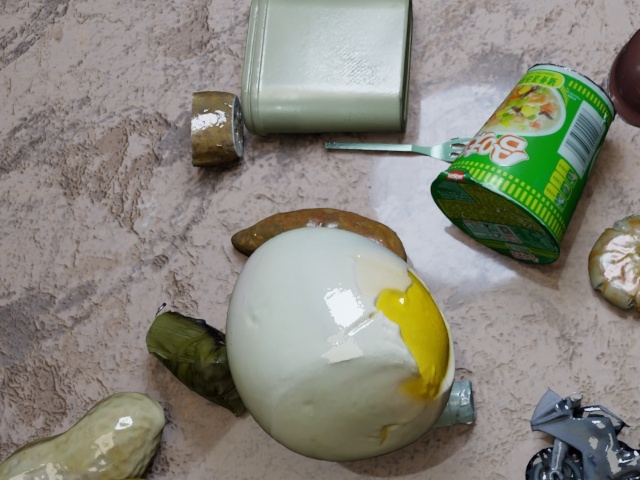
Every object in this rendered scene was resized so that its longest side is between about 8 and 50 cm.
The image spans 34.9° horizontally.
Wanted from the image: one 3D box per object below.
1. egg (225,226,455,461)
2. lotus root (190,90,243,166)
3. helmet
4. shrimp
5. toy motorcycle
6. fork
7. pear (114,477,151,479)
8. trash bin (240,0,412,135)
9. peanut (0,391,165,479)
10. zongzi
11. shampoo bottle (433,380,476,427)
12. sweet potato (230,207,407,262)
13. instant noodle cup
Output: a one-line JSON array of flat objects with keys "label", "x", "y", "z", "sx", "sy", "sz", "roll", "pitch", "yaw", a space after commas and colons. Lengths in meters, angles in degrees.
[{"label": "egg", "x": 0.015, "y": 0.128, "z": 1.339, "sx": 0.283, "sy": 0.283, "sz": 0.345, "roll": -34, "pitch": 45, "yaw": 2}, {"label": "lotus root", "x": -0.167, "y": -0.175, "z": 1.593, "sx": 0.081, "sy": 0.112, "sz": 0.122, "roll": -3, "pitch": 72, "yaw": 5}, {"label": "helmet", "x": 0.494, "y": -0.254, "z": 1.469, "sx": 0.175, "sy": 0.106, "sz": 0.155, "roll": -42, "pitch": 69, "yaw": 3}, {"label": "shrimp", "x": 0.520, "y": 0.034, "z": 1.400, "sx": 0.295, "sy": 0.062, "sz": 0.154, "roll": 6, "pitch": 69, "yaw": 16}, {"label": "toy motorcycle", "x": 0.392, "y": 0.253, "z": 1.342, "sx": 0.271, "sy": 0.106, "sz": 0.159, "roll": -19, "pitch": 76, "yaw": 11}, {"label": "fork", "x": 0.123, "y": -0.143, "z": 1.567, "sx": 0.235, "sy": 0.021, "sz": 0.039, "roll": 3, "pitch": 70, "yaw": 15}, {"label": "pear", "x": -0.261, "y": 0.452, "z": 1.351, "sx": 0.281, "sy": 0.281, "sz": 0.280, "roll": -4, "pitch": 73, "yaw": 12}, {"label": "trash bin", "x": 0.014, "y": -0.280, "z": 1.583, "sx": 0.248, "sy": 0.121, "sz": 0.243, "roll": 1, "pitch": 74, "yaw": 10}, {"label": "peanut", "x": -0.361, "y": 0.333, "z": 1.479, "sx": 0.313, "sy": 0.149, "sz": 0.149, "roll": -34, "pitch": 69, "yaw": -1}, {"label": "zongzi", "x": -0.193, "y": 0.151, "z": 1.453, "sx": 0.205, "sy": 0.204, "sz": 0.094, "roll": 32, "pitch": 82, "yaw": 21}, {"label": "shampoo bottle", "x": 0.110, "y": 0.233, "z": 1.440, "sx": 0.213, "sy": 0.049, "sz": 0.072, "roll": -8, "pitch": 57, "yaw": 10}, {"label": "sweet potato", "x": -0.001, "y": -0.002, "z": 1.520, "sx": 0.292, "sy": 0.097, "sz": 0.097, "roll": 11, "pitch": 76, "yaw": 24}, {"label": "instant noodle cup", "x": 0.298, "y": -0.118, "z": 1.432, "sx": 0.207, "sy": 0.207, "sz": 0.232, "roll": 29, "pitch": 76, "yaw": 19}]
